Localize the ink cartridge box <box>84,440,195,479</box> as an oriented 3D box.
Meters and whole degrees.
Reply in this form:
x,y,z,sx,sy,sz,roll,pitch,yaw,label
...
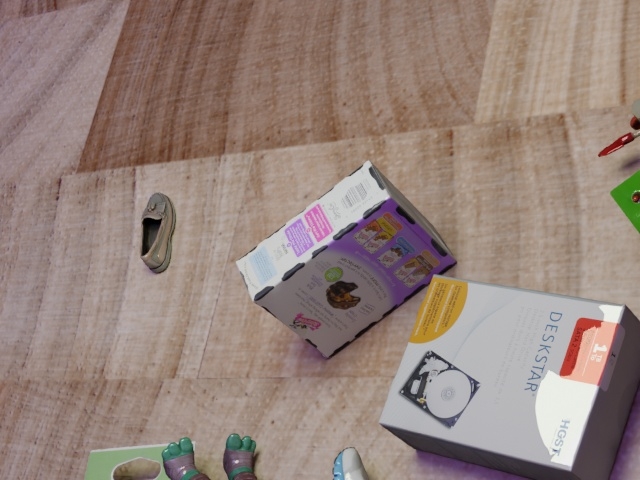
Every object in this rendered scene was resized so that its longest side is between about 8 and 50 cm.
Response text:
x,y,z,sx,sy,sz,roll,pitch,yaw,label
-0.220,0.362,1.570,0.171,0.056,0.235,-10,55,30,ink cartridge box

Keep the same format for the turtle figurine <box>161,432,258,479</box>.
x,y,z,sx,sy,sz,roll,pitch,yaw,label
-0.082,0.303,1.452,0.118,0.175,0.234,-61,37,13,turtle figurine

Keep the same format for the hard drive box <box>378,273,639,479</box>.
x,y,z,sx,sy,sz,roll,pitch,yaw,label
0.202,0.146,1.383,0.232,0.089,0.181,8,68,38,hard drive box

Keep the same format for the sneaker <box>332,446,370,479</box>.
x,y,z,sx,sy,sz,roll,pitch,yaw,label
0.070,0.301,1.404,0.083,0.071,0.191,-24,57,9,sneaker

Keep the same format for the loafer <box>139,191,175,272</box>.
x,y,z,sx,sy,sz,roll,pitch,yaw,label
-0.227,-0.018,1.817,0.045,0.039,0.125,-21,53,25,loafer

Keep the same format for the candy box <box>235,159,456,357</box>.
x,y,z,sx,sy,sz,roll,pitch,yaw,label
0.030,0.026,1.525,0.196,0.165,0.070,-37,48,10,candy box

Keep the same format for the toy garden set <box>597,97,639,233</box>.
x,y,z,sx,sy,sz,roll,pitch,yaw,label
0.419,-0.110,1.419,0.244,0.049,0.204,-37,50,12,toy garden set

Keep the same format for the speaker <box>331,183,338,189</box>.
x,y,z,sx,sy,sz,roll,pitch,yaw,label
0.000,0.000,1.638,0.055,0.055,0.136,33,85,43,speaker
